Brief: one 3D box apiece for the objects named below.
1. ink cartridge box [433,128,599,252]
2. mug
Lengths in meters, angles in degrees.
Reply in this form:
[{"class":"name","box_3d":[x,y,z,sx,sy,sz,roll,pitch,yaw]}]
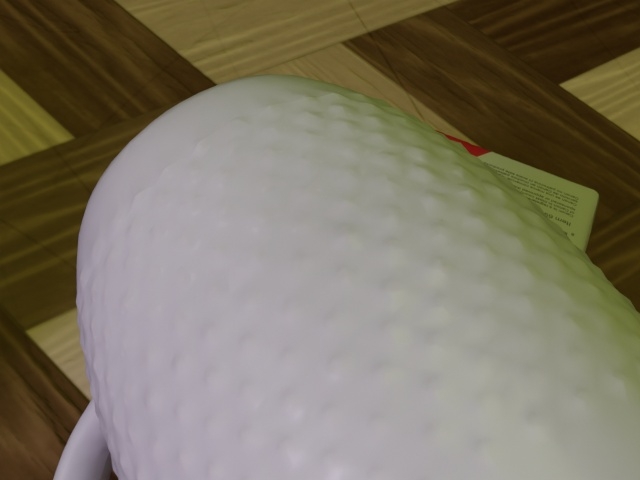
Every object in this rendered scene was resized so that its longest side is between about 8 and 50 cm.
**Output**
[{"class":"ink cartridge box","box_3d":[0.082,0.043,0.970,0.197,0.114,0.273,22,40,7]},{"class":"mug","box_3d":[-0.011,0.113,0.695,0.276,0.374,0.328,15,34,-57]}]
